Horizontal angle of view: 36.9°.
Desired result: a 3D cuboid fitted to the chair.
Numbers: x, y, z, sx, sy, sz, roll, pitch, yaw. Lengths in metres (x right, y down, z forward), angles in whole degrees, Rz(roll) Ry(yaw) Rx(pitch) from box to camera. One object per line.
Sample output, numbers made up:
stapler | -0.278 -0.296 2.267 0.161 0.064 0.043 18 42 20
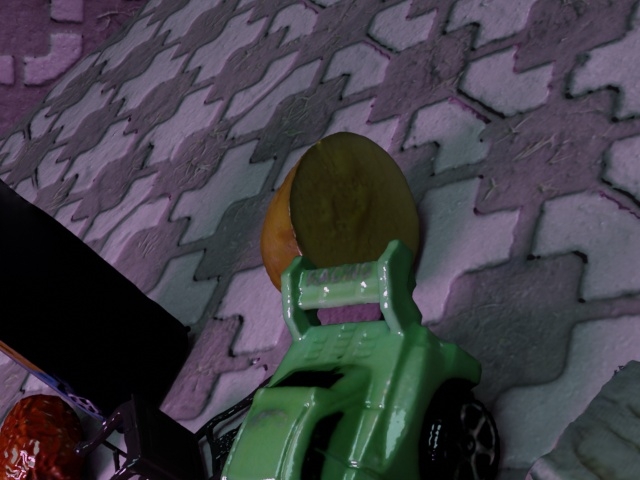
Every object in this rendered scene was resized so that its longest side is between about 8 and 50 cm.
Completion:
chair | -0.145 0.212 1.037 0.229 0.113 0.106 -42 33 9

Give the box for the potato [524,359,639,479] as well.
potato | 0.202 0.244 0.618 0.189 0.211 0.264 33 116 22

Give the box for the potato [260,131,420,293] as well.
potato | 0.000 0.000 1.083 0.158 0.178 0.203 -36 42 44

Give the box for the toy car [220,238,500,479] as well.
toy car | 0.006 0.194 0.815 0.213 0.176 0.358 -7 47 46

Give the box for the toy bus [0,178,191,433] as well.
toy bus | -0.364 0.073 1.191 0.162 0.386 0.171 -10 44 50

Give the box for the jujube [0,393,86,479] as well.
jujube | -0.355 0.265 1.219 0.112 0.109 0.176 -13 22 -12
